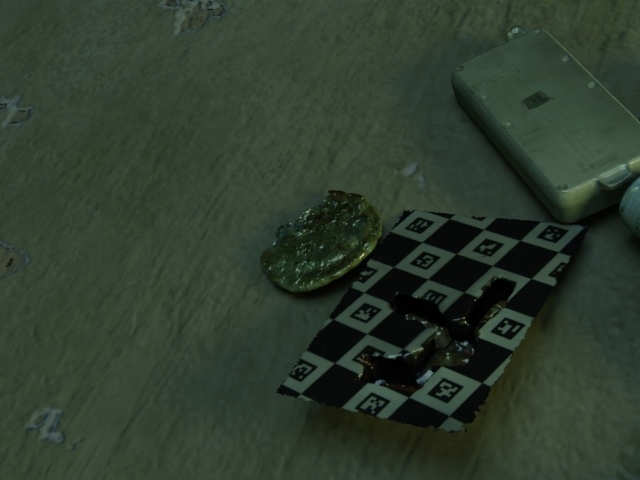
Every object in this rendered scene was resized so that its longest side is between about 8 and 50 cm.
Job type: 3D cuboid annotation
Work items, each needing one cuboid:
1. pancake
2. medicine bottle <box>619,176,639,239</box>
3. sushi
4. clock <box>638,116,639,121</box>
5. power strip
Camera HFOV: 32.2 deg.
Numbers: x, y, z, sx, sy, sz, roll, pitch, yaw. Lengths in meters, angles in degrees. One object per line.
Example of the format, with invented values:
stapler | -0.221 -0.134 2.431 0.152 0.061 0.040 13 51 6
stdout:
pancake | 0.003 0.001 1.097 0.129 0.022 0.116 -37 42 -10
medicine bottle | 0.347 0.027 0.932 0.121 0.083 0.229 -32 49 -6
sushi | 0.108 0.076 0.990 0.193 0.043 0.279 6 39 31
clock | 0.398 -0.123 1.039 0.189 0.060 0.148 18 70 37
power strip | 0.230 -0.122 1.106 0.118 0.046 0.270 -26 45 -3
